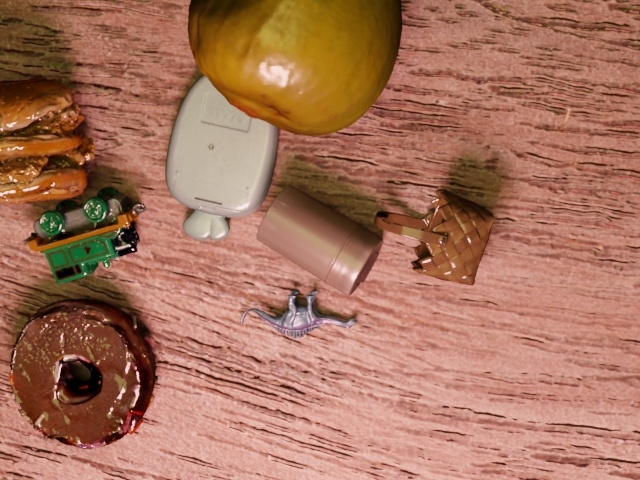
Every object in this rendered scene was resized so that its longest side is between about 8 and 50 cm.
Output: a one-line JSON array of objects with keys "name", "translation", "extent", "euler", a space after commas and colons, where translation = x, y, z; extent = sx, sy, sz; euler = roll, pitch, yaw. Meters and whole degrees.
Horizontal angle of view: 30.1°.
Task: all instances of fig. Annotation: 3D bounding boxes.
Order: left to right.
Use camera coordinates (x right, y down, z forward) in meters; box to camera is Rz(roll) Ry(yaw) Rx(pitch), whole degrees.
[{"name": "fig", "translation": [-0.024, -0.335, 1.796], "extent": [0.343, 0.343, 0.343], "euler": [1, 95, 11]}]

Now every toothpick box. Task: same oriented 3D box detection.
[{"name": "toothpick box", "translation": [0.000, 0.000, 1.919], "extent": [0.181, 0.111, 0.111], "euler": [31, 100, 8]}]

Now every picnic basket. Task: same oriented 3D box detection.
[{"name": "picnic basket", "translation": [0.173, -0.015, 1.872], "extent": [0.179, 0.128, 0.137], "euler": [17, 97, 0]}]

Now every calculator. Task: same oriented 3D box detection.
[{"name": "calculator", "translation": [-0.166, -0.141, 1.974], "extent": [0.184, 0.042, 0.295], "euler": [13, 96, 10]}]

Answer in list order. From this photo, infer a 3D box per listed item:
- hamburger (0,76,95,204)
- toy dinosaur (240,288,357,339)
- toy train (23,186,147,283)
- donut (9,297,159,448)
[{"name": "hamburger", "translation": [-0.517, -0.156, 1.954], "extent": [0.261, 0.245, 0.211], "euler": [2, 101, 37]}, {"name": "toy dinosaur", "translation": [-0.037, 0.123, 1.971], "extent": [0.197, 0.045, 0.080], "euler": [1, 106, 8]}, {"name": "toy train", "translation": [-0.392, -0.007, 2.012], "extent": [0.228, 0.091, 0.136], "euler": [-14, 103, 11]}, {"name": "donut", "translation": [-0.399, 0.223, 2.026], "extent": [0.270, 0.103, 0.269], "euler": [2, 97, 13]}]
